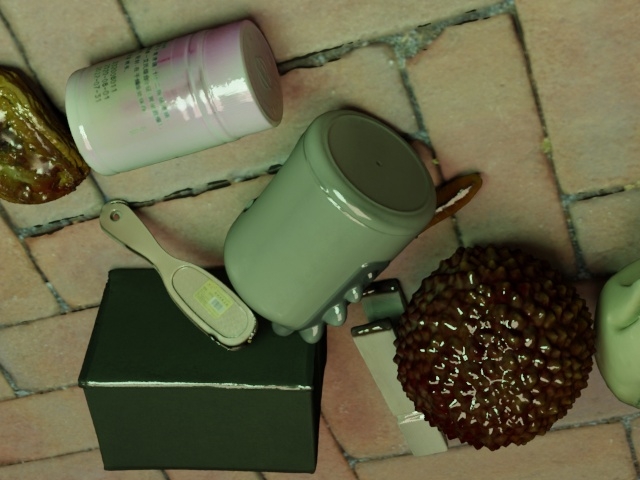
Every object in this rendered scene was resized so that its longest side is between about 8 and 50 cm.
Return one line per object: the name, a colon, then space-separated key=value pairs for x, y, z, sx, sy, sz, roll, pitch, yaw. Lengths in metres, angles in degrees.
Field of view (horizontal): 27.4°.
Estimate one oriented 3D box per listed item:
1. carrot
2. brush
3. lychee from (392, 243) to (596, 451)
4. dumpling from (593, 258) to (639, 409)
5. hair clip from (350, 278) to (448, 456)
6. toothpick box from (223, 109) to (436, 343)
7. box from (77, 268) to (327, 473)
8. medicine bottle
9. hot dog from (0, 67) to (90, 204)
carrot: x=0.178 y=-0.052 z=1.895 sx=0.139 sy=0.048 sz=0.048 roll=-31 pitch=122 yaw=26
brush: x=-0.210 y=0.052 z=1.922 sx=0.313 sy=0.072 sz=0.067 roll=40 pitch=171 yaw=18
lychee: x=0.255 y=0.158 z=1.908 sx=0.306 sy=0.330 sz=0.306 roll=0 pitch=102 yaw=1
dumpling: x=0.557 y=0.145 z=1.924 sx=0.316 sy=0.233 sz=0.395 roll=2 pitch=145 yaw=-1
hair clip: x=0.134 y=0.213 z=2.096 sx=0.085 sy=0.101 sz=0.330 roll=-16 pitch=129 yaw=12
toothpick box: x=0.000 y=0.000 z=1.838 sx=0.229 sy=0.229 sz=0.316 roll=28 pitch=128 yaw=-18
box: x=-0.164 y=0.197 z=2.003 sx=0.345 sy=0.251 sz=0.204 roll=1 pitch=131 yaw=4
medicine bottle: x=-0.191 y=-0.188 z=1.738 sx=0.254 sy=0.152 sz=0.152 roll=-14 pitch=128 yaw=16
hot dog: x=-0.423 y=-0.137 z=1.841 sx=0.160 sy=0.099 sz=0.227 roll=-27 pitch=126 yaw=26
